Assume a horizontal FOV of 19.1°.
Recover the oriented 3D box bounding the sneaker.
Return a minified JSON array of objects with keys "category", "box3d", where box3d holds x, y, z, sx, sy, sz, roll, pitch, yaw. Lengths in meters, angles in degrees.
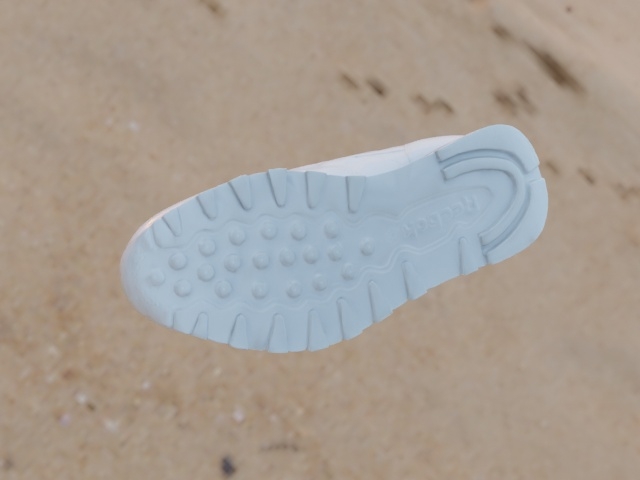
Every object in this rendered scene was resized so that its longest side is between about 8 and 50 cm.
[{"category":"sneaker","box3d":[0.000,0.000,0.953,0.235,0.095,0.090,-12,98,-30]}]
